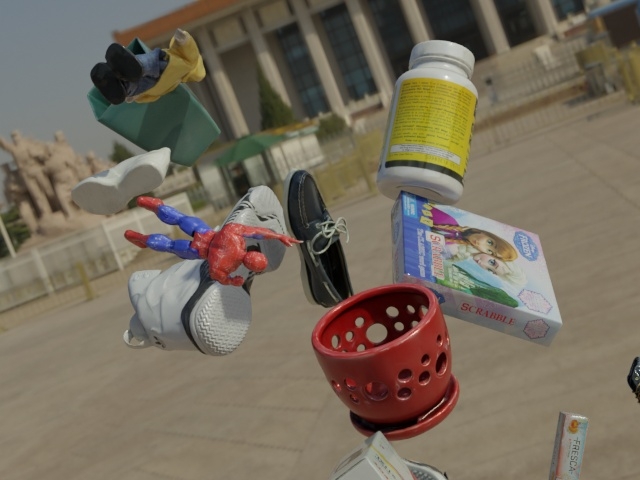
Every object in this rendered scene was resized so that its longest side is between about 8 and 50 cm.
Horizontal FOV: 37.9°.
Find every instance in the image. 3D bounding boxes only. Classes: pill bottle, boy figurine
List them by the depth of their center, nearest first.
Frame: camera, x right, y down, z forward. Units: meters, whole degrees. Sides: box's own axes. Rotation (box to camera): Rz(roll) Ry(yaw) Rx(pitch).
[{"bbox_3d":[-0.294,-0.327,1.726,0.177,0.092,0.285,-45,-3,29],"label":"boy figurine"},{"bbox_3d":[0.239,-0.252,2.023,0.188,0.334,0.188,11,-14,3],"label":"pill bottle"}]

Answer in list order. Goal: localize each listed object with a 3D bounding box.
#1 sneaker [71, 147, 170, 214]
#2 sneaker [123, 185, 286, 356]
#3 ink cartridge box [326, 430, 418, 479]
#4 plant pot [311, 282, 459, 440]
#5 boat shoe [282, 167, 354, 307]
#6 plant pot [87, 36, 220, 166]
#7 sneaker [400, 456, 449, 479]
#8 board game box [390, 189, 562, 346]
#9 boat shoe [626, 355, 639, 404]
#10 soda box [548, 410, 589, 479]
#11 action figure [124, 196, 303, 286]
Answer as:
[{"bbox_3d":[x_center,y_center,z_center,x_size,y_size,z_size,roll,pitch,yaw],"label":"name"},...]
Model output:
[{"bbox_3d":[-0.363,-0.115,1.730,0.212,0.080,0.094,-17,32,24],"label":"sneaker"},{"bbox_3d":[-0.198,0.047,1.587,0.210,0.137,0.366,-8,40,27],"label":"sneaker"},{"bbox_3d":[0.076,0.320,1.151,0.072,0.127,0.175,-38,-6,6],"label":"ink cartridge box"},{"bbox_3d":[0.103,0.181,1.344,0.191,0.174,0.191,-20,20,7],"label":"plant pot"},{"bbox_3d":[0.000,0.000,1.548,0.079,0.254,0.095,4,25,34],"label":"boat shoe"},{"bbox_3d":[-0.338,-0.273,1.964,0.165,0.234,0.165,-47,34,7],"label":"plant pot"},{"bbox_3d":[0.209,0.501,1.804,0.126,0.127,0.321,-62,28,-1],"label":"sneaker"},{"bbox_3d":[0.298,0.047,1.844,0.318,0.066,0.318,17,32,-8],"label":"board game box"},{"bbox_3d":[0.747,0.354,2.151,0.065,0.083,0.183,111,-175,-48],"label":"boat shoe"},{"bbox_3d":[0.583,0.499,2.193,0.058,0.183,0.063,11,-2,1],"label":"soda box"},{"bbox_3d":[-0.142,0.009,1.305,0.139,0.091,0.280,19,-1,-41],"label":"action figure"}]
